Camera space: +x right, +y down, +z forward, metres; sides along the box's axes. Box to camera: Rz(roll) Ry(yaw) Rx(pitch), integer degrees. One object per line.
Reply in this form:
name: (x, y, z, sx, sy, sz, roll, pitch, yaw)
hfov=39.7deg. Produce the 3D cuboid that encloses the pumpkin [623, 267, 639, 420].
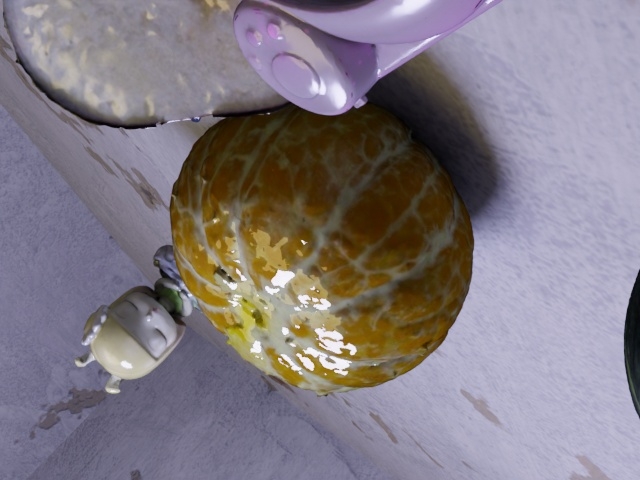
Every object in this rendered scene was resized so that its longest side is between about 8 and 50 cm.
pumpkin: (0.308, 0.089, 0.449, 0.323, 0.241, 0.323, 48, 173, 8)

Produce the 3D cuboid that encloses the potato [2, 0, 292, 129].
potato: (-0.087, -0.228, 0.724, 0.300, 0.196, 0.246, -7, 117, 15)

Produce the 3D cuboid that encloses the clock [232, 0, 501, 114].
clock: (-0.013, -0.243, 0.472, 0.322, 0.113, 0.295, 46, 150, -13)

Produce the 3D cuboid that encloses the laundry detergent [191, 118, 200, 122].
laundry detergent: (-0.230, -0.258, 1.078, 0.280, 0.105, 0.215, 51, 178, -19)

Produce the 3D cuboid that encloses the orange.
orange: (0.000, 0.000, 0.919, 0.329, 0.249, 0.329, 20, 132, 24)

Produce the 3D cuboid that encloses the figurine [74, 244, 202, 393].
figurine: (-0.196, 0.066, 1.332, 0.226, 0.394, 0.274, 44, 167, -1)
